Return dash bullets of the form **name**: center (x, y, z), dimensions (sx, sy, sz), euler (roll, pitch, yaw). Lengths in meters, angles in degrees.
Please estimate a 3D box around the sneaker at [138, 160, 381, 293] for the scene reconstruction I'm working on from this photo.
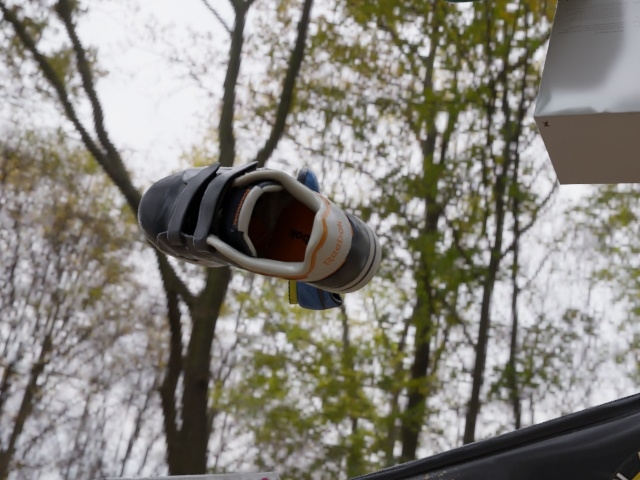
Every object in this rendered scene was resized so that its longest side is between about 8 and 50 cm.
- **sneaker**: center (-0.095, -0.029, 1.136), dimensions (0.321, 0.126, 0.127), euler (11, -11, 30)

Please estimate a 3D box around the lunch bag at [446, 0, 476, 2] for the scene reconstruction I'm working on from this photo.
- **lunch bag**: center (0.221, -0.399, 1.300), dimensions (0.279, 0.107, 0.224), euler (7, -21, 35)

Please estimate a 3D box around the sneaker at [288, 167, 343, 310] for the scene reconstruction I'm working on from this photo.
- **sneaker**: center (0.000, 0.000, 1.350), dimensions (0.082, 0.069, 0.209), euler (6, -60, 10)

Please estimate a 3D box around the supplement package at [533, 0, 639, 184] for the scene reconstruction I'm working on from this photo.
- **supplement package**: center (0.391, -0.192, 1.268), dimensions (0.194, 0.203, 0.149), euler (1, -31, 28)

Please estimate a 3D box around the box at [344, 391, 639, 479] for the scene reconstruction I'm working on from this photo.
- **box**: center (0.118, 0.274, 0.404), dimensions (0.318, 0.394, 0.097), euler (-23, -27, 27)

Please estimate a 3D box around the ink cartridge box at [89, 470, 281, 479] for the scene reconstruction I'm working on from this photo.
- **ink cartridge box**: center (-0.187, 0.353, 1.373), dimensions (0.176, 0.069, 0.371), euler (-19, -23, 40)
